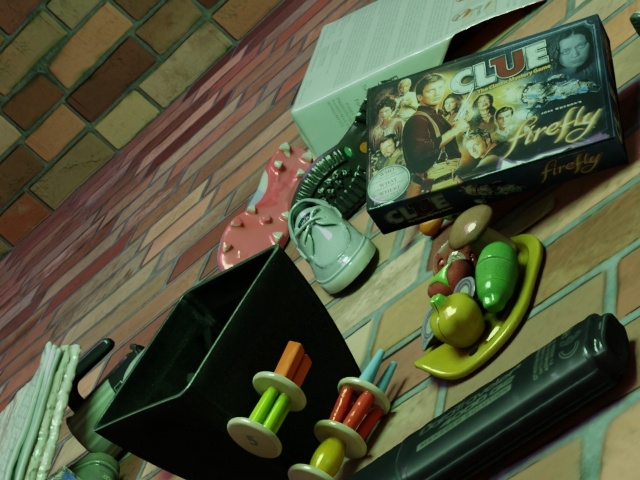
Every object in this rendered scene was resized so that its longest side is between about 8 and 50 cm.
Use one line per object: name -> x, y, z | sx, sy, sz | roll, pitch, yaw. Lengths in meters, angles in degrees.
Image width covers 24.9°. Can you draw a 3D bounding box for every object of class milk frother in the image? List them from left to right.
milk frother -> -0.252, 0.202, 1.894 | 0.135, 0.129, 0.143 | -45, -27, 6

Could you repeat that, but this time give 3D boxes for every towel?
towel -> -0.404, 0.325, 1.807 | 0.317, 0.053, 0.331 | -49, 24, 45

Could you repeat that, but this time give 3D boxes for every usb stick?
usb stick -> 0.119, 0.147, 1.114 | 0.278, 0.045, 0.077 | -39, 11, 28

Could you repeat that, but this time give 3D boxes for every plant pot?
plant pot -> -0.071, 0.144, 1.392 | 0.188, 0.167, 0.187 | -28, 25, 52

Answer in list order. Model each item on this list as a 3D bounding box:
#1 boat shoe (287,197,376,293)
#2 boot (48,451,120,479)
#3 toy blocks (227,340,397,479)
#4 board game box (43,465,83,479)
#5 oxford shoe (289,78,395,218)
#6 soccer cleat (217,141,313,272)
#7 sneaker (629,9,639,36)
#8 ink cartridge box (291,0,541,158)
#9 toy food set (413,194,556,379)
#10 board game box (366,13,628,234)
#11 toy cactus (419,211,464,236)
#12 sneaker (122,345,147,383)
boat shoe -> 0.001, -0.001, 1.708 | 0.079, 0.081, 0.227 | -47, 15, 2
boot -> -0.320, 0.362, 1.724 | 0.190, 0.076, 0.208 | -42, 23, 26
toy blocks -> 0.000, 0.140, 1.295 | 0.054, 0.123, 0.148 | -34, 21, 55
board game box -> -0.331, 0.410, 1.480 | 0.291, 0.141, 0.232 | -38, 18, 31
oxford shoe -> 0.045, -0.096, 1.866 | 0.227, 0.083, 0.096 | -51, -6, -5
soccer cleat -> -0.074, -0.028, 2.012 | 0.095, 0.083, 0.248 | 104, -171, -54
sneaker -> 0.359, -0.191, 1.194 | 0.129, 0.111, 0.297 | -41, 17, 1
ink cartridge box -> 0.160, -0.286, 2.044 | 0.385, 0.091, 0.308 | -22, 25, 22
toy food set -> 0.131, 0.029, 1.314 | 0.128, 0.071, 0.218 | -35, 20, 37
board game box -> 0.161, -0.111, 1.383 | 0.243, 0.042, 0.165 | -17, 47, 21
toy cactus -> 0.153, -0.102, 1.553 | 0.219, 0.112, 0.180 | -45, 4, 41
sneaker -> -0.140, 0.127, 1.722 | 0.121, 0.108, 0.302 | -41, 15, 37
